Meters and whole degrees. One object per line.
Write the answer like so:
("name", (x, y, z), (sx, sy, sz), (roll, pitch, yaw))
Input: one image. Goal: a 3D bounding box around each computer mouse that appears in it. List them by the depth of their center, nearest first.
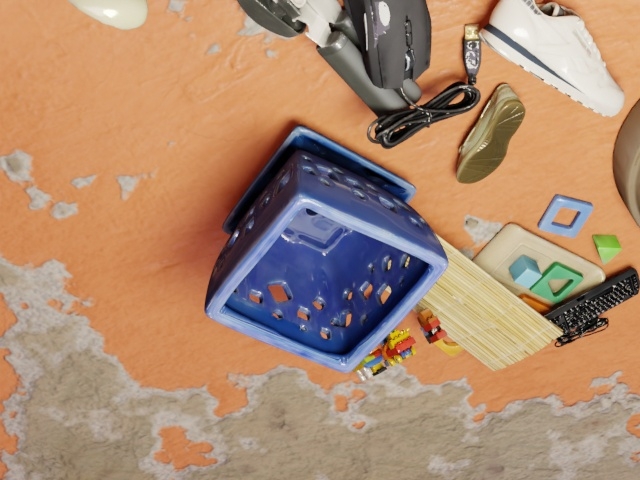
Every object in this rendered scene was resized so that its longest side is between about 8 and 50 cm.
("computer mouse", (0.127, -0.252, 1.257), (0.184, 0.060, 0.262), (-22, 114, -23))

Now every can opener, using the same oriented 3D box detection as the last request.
("can opener", (0.018, -0.247, 1.285), (0.280, 0.074, 0.093), (40, 150, -29))

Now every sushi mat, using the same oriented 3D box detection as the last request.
("sushi mat", (0.202, 0.084, 1.540), (0.316, 0.019, 0.151), (37, 132, -19))

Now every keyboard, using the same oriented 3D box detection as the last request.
("keyboard", (0.414, 0.119, 1.599), (0.192, 0.038, 0.100), (-29, 142, 4))

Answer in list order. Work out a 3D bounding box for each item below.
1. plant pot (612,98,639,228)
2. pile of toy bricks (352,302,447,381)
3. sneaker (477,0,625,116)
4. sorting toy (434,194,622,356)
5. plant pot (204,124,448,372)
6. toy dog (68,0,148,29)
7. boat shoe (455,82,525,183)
("plant pot", (0.579, -0.053, 1.349), (0.323, 0.280, 0.323), (-2, 128, -3))
("pile of toy bricks", (0.100, 0.134, 1.567), (0.118, 0.105, 0.212), (-28, 173, -21))
("sneaker", (0.311, -0.237, 1.304), (0.235, 0.090, 0.095), (25, 103, -29))
("sorting toy", (0.311, 0.081, 1.580), (0.196, 0.047, 0.348), (26, 123, -24))
("plant pot", (0.000, 0.000, 1.379), (0.236, 0.212, 0.236), (25, 123, -23))
("toy dog", (-0.139, -0.475, 0.981), (0.395, 0.284, 0.408), (46, 120, 7))
("boat shoe", (0.225, -0.141, 1.401), (0.056, 0.048, 0.153), (2, 137, -22))
